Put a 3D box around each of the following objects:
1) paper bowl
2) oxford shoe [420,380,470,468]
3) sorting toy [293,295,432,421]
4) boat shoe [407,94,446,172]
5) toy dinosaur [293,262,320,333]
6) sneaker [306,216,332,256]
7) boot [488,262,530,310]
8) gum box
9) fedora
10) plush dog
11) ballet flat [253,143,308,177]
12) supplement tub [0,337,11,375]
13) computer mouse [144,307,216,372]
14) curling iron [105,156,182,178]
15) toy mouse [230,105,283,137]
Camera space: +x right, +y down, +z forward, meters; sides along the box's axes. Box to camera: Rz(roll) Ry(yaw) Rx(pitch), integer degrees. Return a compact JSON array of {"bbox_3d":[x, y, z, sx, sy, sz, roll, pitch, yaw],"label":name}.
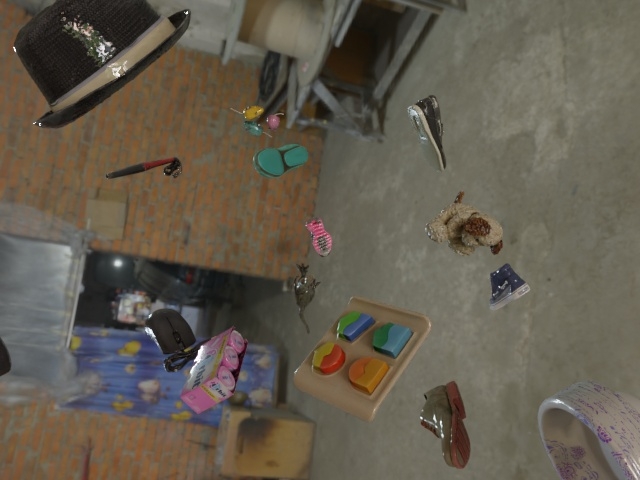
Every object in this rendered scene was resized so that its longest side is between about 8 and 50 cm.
[{"bbox_3d":[0.567,0.407,1.116,0.284,0.148,0.285,157,90,-79],"label":"paper bowl"},{"bbox_3d":[0.365,0.555,1.725,0.348,0.130,0.123,-59,-51,-70],"label":"oxford shoe"},{"bbox_3d":[0.068,0.193,1.016,0.192,0.038,0.208,11,55,45],"label":"sorting toy"},{"bbox_3d":[0.311,-0.285,1.588,0.084,0.079,0.233,37,160,49],"label":"boat shoe"},{"bbox_3d":[-0.040,0.138,1.552,0.268,0.063,0.118,87,-169,-56],"label":"toy dinosaur"},{"bbox_3d":[0.000,0.000,1.390,0.057,0.047,0.119,81,173,-48],"label":"sneaker"},{"bbox_3d":[0.461,0.117,1.475,0.086,0.069,0.190,56,164,13],"label":"boot"},{"bbox_3d":[-0.237,0.290,1.328,0.107,0.062,0.188,-32,22,20],"label":"gum box"},{"bbox_3d":[-0.381,-0.338,0.971,0.333,0.153,0.334,-26,32,17],"label":"fedora"},{"bbox_3d":[0.530,-0.047,2.019,0.225,0.262,0.211,27,92,45],"label":"plush dog"},{"bbox_3d":[-0.129,-0.215,1.612,0.087,0.247,0.083,-12,98,33],"label":"ballet flat"},{"bbox_3d":[-0.499,0.182,0.723,0.197,0.106,0.106,-31,-29,-49],"label":"supplement tub"},{"bbox_3d":[-0.467,0.291,1.860,0.272,0.188,0.072,35,133,37],"label":"computer mouse"},{"bbox_3d":[-0.555,-0.225,1.859,0.035,0.274,0.068,-24,84,42],"label":"curling iron"},{"bbox_3d":[-0.177,-0.349,1.765,0.143,0.160,0.031,63,-150,-54],"label":"toy mouse"}]
